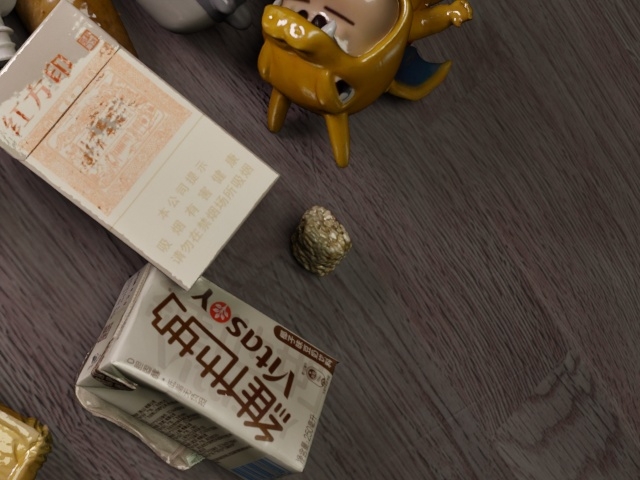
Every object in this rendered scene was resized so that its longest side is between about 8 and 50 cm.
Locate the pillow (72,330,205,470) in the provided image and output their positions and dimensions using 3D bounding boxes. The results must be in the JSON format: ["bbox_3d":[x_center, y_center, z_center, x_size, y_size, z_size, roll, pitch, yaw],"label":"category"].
[{"bbox_3d":[-0.244,0.230,1.350,0.232,0.038,0.131,38,68,-20],"label":"pillow"}]

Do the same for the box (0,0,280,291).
[{"bbox_3d":[-0.256,-0.122,1.235,0.365,0.051,0.205,39,81,-9],"label":"box"}]

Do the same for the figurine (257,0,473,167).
[{"bbox_3d":[0.077,-0.333,1.437,0.387,0.268,0.401,-53,123,-22],"label":"figurine"}]

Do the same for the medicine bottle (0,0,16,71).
[{"bbox_3d":[-0.506,-0.366,1.211,0.179,0.124,0.324,-21,98,5],"label":"medicine bottle"}]

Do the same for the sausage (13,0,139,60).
[{"bbox_3d":[-0.329,-0.257,1.310,0.136,0.123,0.501,-23,97,2],"label":"sausage"}]

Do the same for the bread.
[{"bbox_3d":[-0.464,0.338,1.182,0.152,0.119,0.288,33,70,-18],"label":"bread"}]

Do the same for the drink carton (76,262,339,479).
[{"bbox_3d":[-0.148,0.188,1.324,0.324,0.132,0.194,34,49,-20],"label":"drink carton"}]

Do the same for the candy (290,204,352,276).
[{"bbox_3d":[0.000,0.000,1.466,0.095,0.110,0.085,44,68,0],"label":"candy"}]

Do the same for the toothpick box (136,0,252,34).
[{"bbox_3d":[-0.209,-0.428,1.314,0.316,0.229,0.229,46,67,-28],"label":"toothpick box"}]
